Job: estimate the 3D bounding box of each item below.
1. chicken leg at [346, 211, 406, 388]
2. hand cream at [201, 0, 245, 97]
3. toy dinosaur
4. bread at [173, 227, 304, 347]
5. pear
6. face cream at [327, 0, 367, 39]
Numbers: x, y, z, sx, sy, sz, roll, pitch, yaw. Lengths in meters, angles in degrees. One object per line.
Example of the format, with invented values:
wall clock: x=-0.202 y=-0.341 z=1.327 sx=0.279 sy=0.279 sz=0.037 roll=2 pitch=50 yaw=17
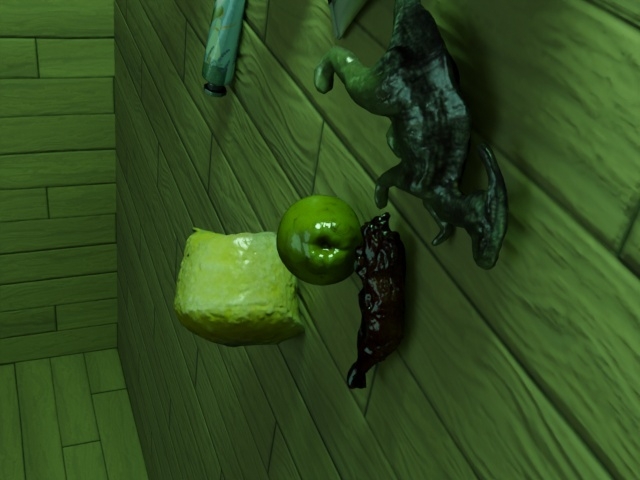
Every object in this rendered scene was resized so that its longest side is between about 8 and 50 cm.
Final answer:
chicken leg: x=0.062 y=0.074 z=0.832 sx=0.089 sy=0.048 sz=0.219 roll=-139 pitch=47 yaw=-64
hand cream: x=-0.152 y=-0.358 z=1.263 sx=0.088 sy=0.055 sz=0.256 roll=57 pitch=139 yaw=41
toy dinosaur: x=0.089 y=-0.104 z=0.692 sx=0.294 sy=0.077 sz=0.162 roll=63 pitch=150 yaw=11
bread: x=-0.117 y=0.072 z=1.124 sx=0.197 sy=0.197 sz=0.170 roll=167 pitch=109 yaw=-68
pear: x=0.000 y=0.000 z=0.901 sx=0.131 sy=0.107 sz=0.107 roll=-170 pitch=75 yaw=-79
face cream: x=0.042 y=-0.288 z=0.786 sx=0.244 sy=0.058 sz=0.092 roll=165 pitch=92 yaw=-74
